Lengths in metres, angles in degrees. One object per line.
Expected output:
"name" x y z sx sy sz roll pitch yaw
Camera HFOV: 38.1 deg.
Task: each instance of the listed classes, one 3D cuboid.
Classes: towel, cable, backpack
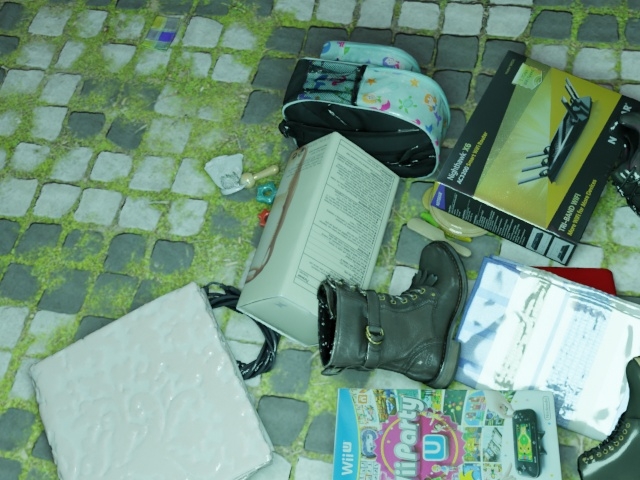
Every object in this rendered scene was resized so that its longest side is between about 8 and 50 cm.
"towel" -0.314 -0.411 1.836 0.060 0.009 0.083 14 63 15
"cable" -0.150 0.153 1.468 0.184 0.047 0.150 35 71 23
"towel" -0.261 0.264 1.396 0.317 0.053 0.332 -28 60 2
"towel" 0.343 0.157 1.367 0.285 0.034 0.209 20 90 20
"backpack" 0.088 -0.207 1.535 0.253 0.225 0.191 13 66 21

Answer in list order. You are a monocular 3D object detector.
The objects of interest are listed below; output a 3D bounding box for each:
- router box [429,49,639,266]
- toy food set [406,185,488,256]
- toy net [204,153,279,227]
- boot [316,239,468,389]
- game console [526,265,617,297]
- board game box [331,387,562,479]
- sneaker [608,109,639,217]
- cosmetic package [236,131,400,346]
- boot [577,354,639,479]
"router box" 0.355 -0.142 1.521 0.243 0.081 0.309 24 64 13
"toy food set" 0.237 -0.057 1.542 0.132 0.038 0.192 30 63 15
"toy net" -0.102 -0.077 1.597 0.232 0.045 0.122 19 67 20
"boot" 0.101 0.092 1.374 0.229 0.091 0.263 18 59 -25
"game console" 0.382 0.105 1.437 0.144 0.085 0.124 1 92 10
"board game box" 0.170 0.322 1.265 0.303 0.097 0.224 -1 50 7
"sneaker" 0.516 -0.073 1.433 0.130 0.109 0.286 -1 67 -18
"cosmetic package" 0.000 0.000 1.455 0.129 0.153 0.296 -19 45 50
"boot" 0.408 0.266 1.273 0.137 0.077 0.198 -12 86 7
